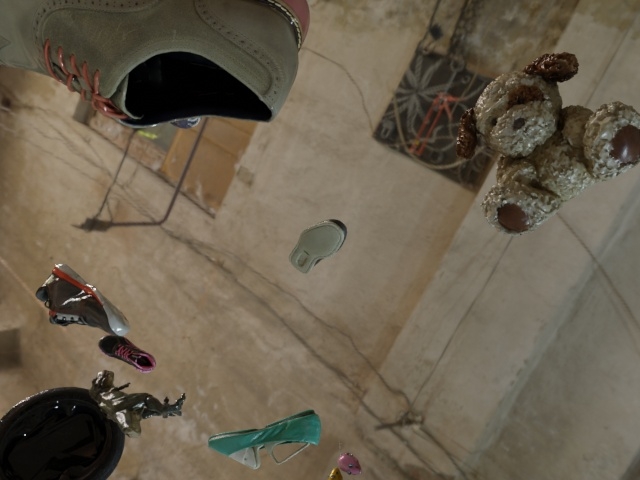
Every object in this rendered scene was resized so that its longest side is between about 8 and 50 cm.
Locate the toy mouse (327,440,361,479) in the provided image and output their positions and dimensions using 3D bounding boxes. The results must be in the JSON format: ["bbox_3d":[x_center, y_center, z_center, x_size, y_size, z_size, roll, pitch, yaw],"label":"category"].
[{"bbox_3d":[0.059,0.519,1.247,0.031,0.161,0.143,8,164,-35],"label":"toy mouse"}]

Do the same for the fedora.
[{"bbox_3d":[-0.699,0.558,1.552,0.333,0.153,0.334,10,-124,-15],"label":"fedora"}]

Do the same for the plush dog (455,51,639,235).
[{"bbox_3d":[0.345,-0.168,0.922,0.225,0.262,0.210,54,-150,3],"label":"plush dog"}]

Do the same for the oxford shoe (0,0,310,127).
[{"bbox_3d":[-0.188,-0.168,0.488,0.347,0.130,0.123,4,153,7],"label":"oxford shoe"}]

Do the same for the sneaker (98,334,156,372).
[{"bbox_3d":[-0.362,0.214,1.101,0.119,0.047,0.057,31,164,-20],"label":"sneaker"}]

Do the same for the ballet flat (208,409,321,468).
[{"bbox_3d":[-0.115,0.420,1.194,0.083,0.247,0.087,64,-169,-63],"label":"ballet flat"}]

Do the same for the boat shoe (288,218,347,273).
[{"bbox_3d":[0.000,0.000,1.300,0.084,0.079,0.233,46,150,-1],"label":"boat shoe"}]

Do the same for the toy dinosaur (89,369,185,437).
[{"bbox_3d":[-0.282,0.262,0.906,0.118,0.064,0.268,7,179,-32],"label":"toy dinosaur"}]

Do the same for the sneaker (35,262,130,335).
[{"bbox_3d":[-0.295,0.088,0.715,0.157,0.065,0.061,26,154,36],"label":"sneaker"}]

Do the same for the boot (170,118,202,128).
[{"bbox_3d":[-0.217,-0.236,0.994,0.189,0.069,0.086,20,147,45],"label":"boot"}]
